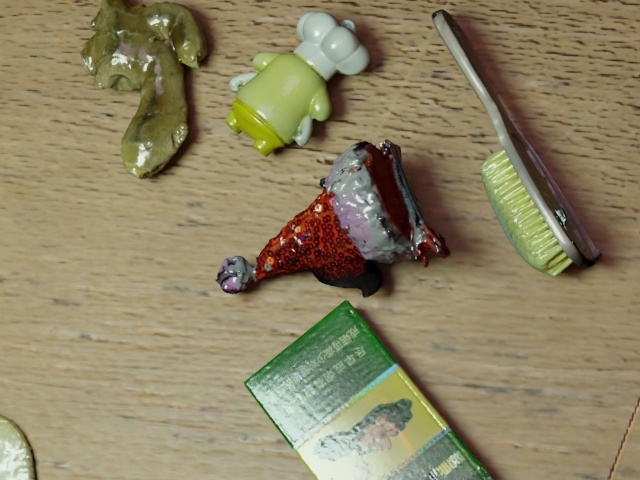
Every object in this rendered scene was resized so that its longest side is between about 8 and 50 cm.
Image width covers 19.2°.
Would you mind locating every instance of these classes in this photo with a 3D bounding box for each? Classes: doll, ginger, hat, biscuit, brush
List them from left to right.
[{"bbox_3d":[-0.351,0.236,1.865,0.152,0.020,0.152,-4,71,13],"label":"biscuit"},{"bbox_3d":[-0.189,-0.164,1.943,0.133,0.059,0.214,7,75,8],"label":"ginger"},{"bbox_3d":[-0.021,-0.160,1.894,0.106,0.062,0.162,41,86,18],"label":"doll"},{"bbox_3d":[0.002,0.003,1.818,0.227,0.129,0.140,-29,81,18],"label":"hat"},{"bbox_3d":[0.167,-0.093,1.824,0.067,0.072,0.313,-34,65,16],"label":"brush"}]

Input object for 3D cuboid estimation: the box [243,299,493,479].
[{"bbox_3d":[0.045,0.183,1.773,0.132,0.034,0.235,-39,66,-2],"label":"box"}]
